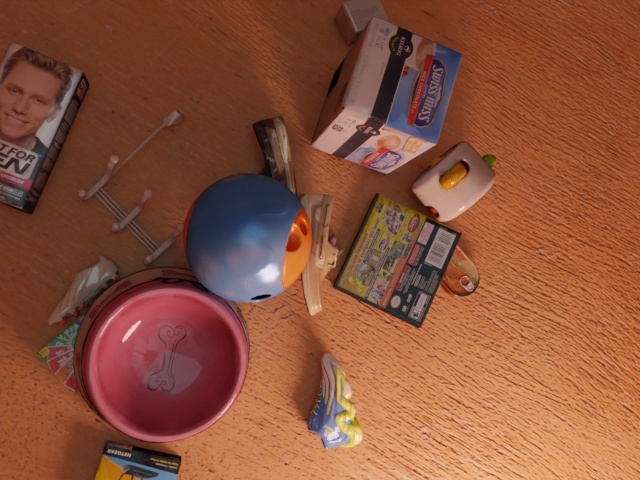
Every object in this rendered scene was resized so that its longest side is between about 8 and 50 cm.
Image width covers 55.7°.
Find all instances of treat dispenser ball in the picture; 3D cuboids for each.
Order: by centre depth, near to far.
[{"bbox_3d":[-0.162,-0.006,1.358,0.287,0.288,0.289,1,84,-12],"label":"treat dispenser ball"}]

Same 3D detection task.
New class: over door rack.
[{"bbox_3d":[-0.376,-0.135,1.446,0.324,0.108,0.239,-45,96,-13],"label":"over door rack"}]

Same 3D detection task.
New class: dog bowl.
[{"bbox_3d":[-0.348,0.265,1.370,0.407,0.150,0.409,0,90,-17],"label":"dog bowl"}]

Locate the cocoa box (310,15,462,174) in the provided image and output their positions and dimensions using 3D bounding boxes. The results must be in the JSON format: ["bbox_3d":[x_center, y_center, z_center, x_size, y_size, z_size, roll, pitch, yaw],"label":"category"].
[{"bbox_3d":[0.145,-0.328,1.457,0.227,0.347,0.232,19,81,-10],"label":"cocoa box"}]

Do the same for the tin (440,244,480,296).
[{"bbox_3d":[0.345,0.067,1.624,0.106,0.040,0.190,-43,94,-9],"label":"tin"}]

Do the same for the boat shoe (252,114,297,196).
[{"bbox_3d":[-0.112,-0.167,1.517,0.092,0.103,0.286,-9,89,-1],"label":"boat shoe"}]

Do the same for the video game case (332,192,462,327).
[{"bbox_3d":[0.200,0.050,1.570,0.248,0.035,0.275,25,82,1],"label":"video game case"}]

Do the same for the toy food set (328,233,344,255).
[{"bbox_3d":[0.000,0.000,1.563,0.078,0.019,0.122,-41,87,-13],"label":"toy food set"}]

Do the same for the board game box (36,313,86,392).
[{"bbox_3d":[-0.514,0.223,1.419,0.259,0.039,0.124,-41,95,-16],"label":"board game box"}]

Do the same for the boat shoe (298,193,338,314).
[{"bbox_3d":[-0.002,0.031,1.493,0.098,0.109,0.303,-1,79,-2],"label":"boat shoe"}]

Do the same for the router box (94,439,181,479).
[{"bbox_3d":[-0.426,0.551,1.399,0.178,0.046,0.133,16,82,-11],"label":"router box"}]

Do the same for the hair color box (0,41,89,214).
[{"bbox_3d":[-0.687,-0.254,1.389,0.173,0.105,0.348,21,80,-10],"label":"hair color box"}]

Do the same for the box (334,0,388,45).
[{"bbox_3d":[0.106,-0.585,1.600,0.101,0.102,0.087,-25,92,-13],"label":"box"}]

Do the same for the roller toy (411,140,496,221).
[{"bbox_3d":[0.337,-0.156,1.561,0.146,0.191,0.209,48,48,-3],"label":"roller toy"}]

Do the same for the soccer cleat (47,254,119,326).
[{"bbox_3d":[-0.559,0.117,1.405,0.076,0.068,0.196,46,70,0],"label":"soccer cleat"}]

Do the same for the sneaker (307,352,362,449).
[{"bbox_3d":[0.017,0.405,1.489,0.126,0.091,0.240,-18,90,-13],"label":"sneaker"}]
